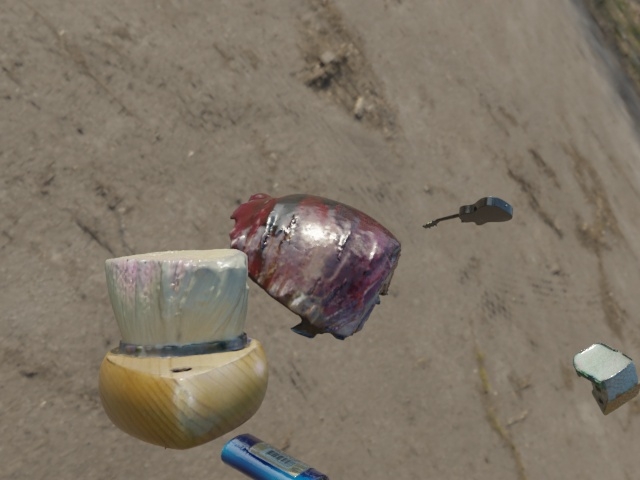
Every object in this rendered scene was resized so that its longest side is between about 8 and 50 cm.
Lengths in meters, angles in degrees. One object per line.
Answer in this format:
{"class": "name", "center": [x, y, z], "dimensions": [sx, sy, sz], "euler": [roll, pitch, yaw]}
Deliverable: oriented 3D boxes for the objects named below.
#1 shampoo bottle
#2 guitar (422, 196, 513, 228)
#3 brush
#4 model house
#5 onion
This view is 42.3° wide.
{"class": "shampoo bottle", "center": [-0.054, 0.345, 1.223], "dimensions": [0.182, 0.050, 0.087], "euler": [21, 6, 28]}
{"class": "guitar", "center": [0.323, -0.052, 1.862], "dimensions": [0.088, 0.233, 0.025], "euler": [26, 62, -38]}
{"class": "brush", "center": [-0.135, 0.097, 0.824], "dimensions": [0.266, 0.174, 0.166], "euler": [-160, -112, -79]}
{"class": "model house", "center": [0.534, 0.263, 1.555], "dimensions": [0.100, 0.087, 0.100], "euler": [36, -27, 60]}
{"class": "onion", "center": [0.000, 0.000, 1.282], "dimensions": [0.280, 0.146, 0.314], "euler": [37, 28, 3]}
